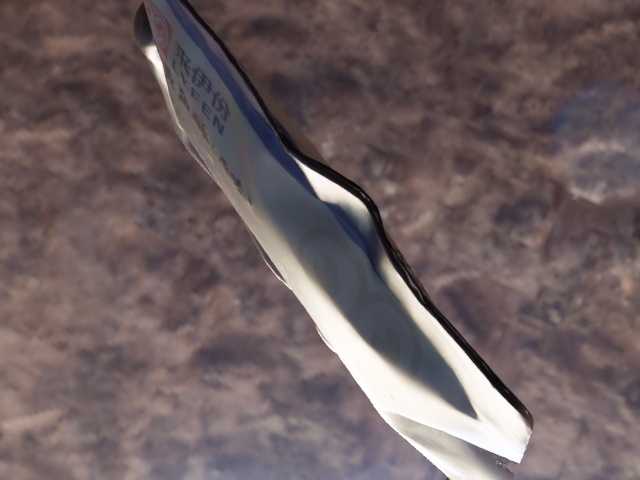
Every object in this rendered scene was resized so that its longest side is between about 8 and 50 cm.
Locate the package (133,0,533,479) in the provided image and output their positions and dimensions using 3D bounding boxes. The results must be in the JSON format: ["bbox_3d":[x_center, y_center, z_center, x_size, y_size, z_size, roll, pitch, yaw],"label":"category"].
[{"bbox_3d":[0.000,0.000,0.437,0.171,0.027,0.173,54,-8,16],"label":"package"}]
